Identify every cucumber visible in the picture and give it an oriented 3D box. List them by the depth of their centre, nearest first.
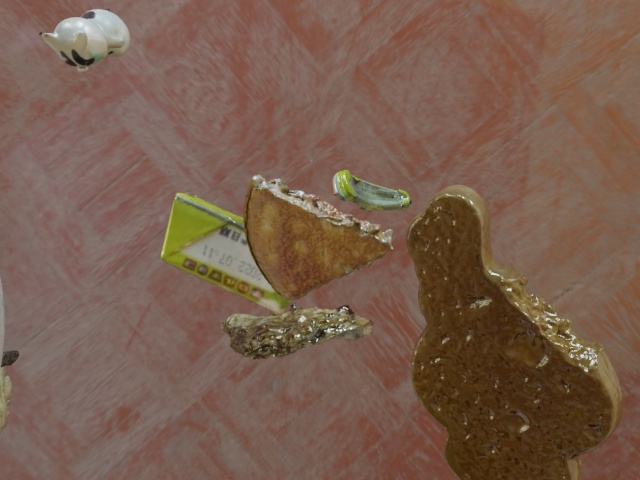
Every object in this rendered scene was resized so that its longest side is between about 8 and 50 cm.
[{"bbox_3d":[-0.667,0.247,1.721,0.033,0.135,0.034,40,116,20],"label":"cucumber"}]

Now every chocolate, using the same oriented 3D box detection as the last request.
[{"bbox_3d":[-0.161,0.025,1.693,0.288,0.301,0.137,25,89,-2],"label":"chocolate"}]

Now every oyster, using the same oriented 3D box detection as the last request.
[{"bbox_3d":[-0.088,0.205,1.930,0.396,0.204,0.111,-6,92,21],"label":"oyster"}]

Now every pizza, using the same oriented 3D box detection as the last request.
[{"bbox_3d":[0.000,0.000,1.085,0.193,0.053,0.201,7,133,11],"label":"pizza"}]

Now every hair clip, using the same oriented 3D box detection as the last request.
[{"bbox_3d":[0.082,-0.081,1.445,0.033,0.188,0.060,-35,58,38],"label":"hair clip"}]

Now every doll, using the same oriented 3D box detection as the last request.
[{"bbox_3d":[-0.458,-0.398,1.706,0.110,0.181,0.107,-5,114,19],"label":"doll"}]

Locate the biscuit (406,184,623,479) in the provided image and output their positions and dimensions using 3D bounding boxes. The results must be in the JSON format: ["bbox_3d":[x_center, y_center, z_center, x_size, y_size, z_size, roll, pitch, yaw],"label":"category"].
[{"bbox_3d":[0.160,0.105,0.772,0.183,0.047,0.320,-23,95,33],"label":"biscuit"}]

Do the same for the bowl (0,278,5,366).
[{"bbox_3d":[-0.337,0.049,0.465,0.286,0.144,0.287,0,89,8],"label":"bowl"}]

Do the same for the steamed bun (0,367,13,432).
[{"bbox_3d":[-0.785,0.335,1.847,0.275,0.206,0.320,26,100,35],"label":"steamed bun"}]
